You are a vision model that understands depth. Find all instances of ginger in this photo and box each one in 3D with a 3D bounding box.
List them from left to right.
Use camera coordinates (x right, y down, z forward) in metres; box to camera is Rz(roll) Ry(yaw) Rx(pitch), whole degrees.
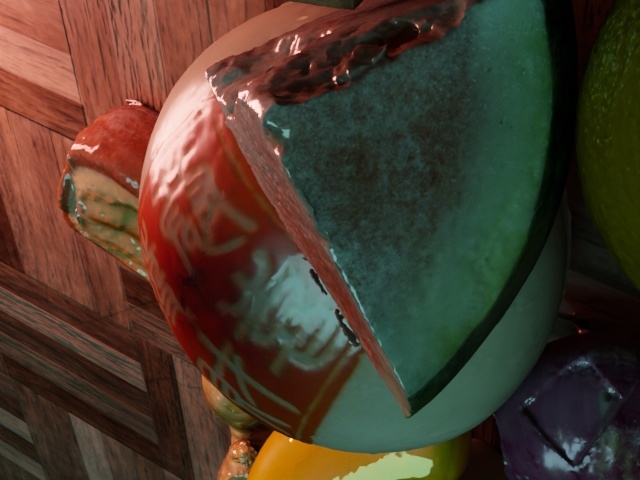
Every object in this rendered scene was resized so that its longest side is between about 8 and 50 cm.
[{"bbox_3d":[-0.079,0.281,1.418,0.122,0.348,0.363,-5,88,10],"label":"ginger"}]

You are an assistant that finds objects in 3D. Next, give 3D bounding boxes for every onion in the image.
[{"bbox_3d":[0.257,0.166,0.965,0.200,0.200,0.207,5,122,41],"label":"onion"}]

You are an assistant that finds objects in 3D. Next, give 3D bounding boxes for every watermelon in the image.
[{"bbox_3d":[0.053,-0.061,0.702,0.231,0.310,0.193,23,-176,-17],"label":"watermelon"}]

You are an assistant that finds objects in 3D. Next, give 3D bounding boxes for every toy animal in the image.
[{"bbox_3d":[0.113,0.276,1.205,0.345,0.277,0.247,33,-171,36],"label":"toy animal"}]

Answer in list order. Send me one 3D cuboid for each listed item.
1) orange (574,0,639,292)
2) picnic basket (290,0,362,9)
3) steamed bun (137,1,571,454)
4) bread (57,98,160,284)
[{"bbox_3d":[0.273,-0.064,0.622,0.274,0.274,0.274,26,142,22],"label":"orange"},{"bbox_3d":[0.004,-0.265,0.726,0.134,0.196,0.154,18,138,32],"label":"picnic basket"},{"bbox_3d":[0.000,0.000,0.904,0.374,0.241,0.374,21,122,38],"label":"steamed bun"},{"bbox_3d":[-0.160,-0.033,1.200,0.244,0.123,0.190,31,142,14],"label":"bread"}]
